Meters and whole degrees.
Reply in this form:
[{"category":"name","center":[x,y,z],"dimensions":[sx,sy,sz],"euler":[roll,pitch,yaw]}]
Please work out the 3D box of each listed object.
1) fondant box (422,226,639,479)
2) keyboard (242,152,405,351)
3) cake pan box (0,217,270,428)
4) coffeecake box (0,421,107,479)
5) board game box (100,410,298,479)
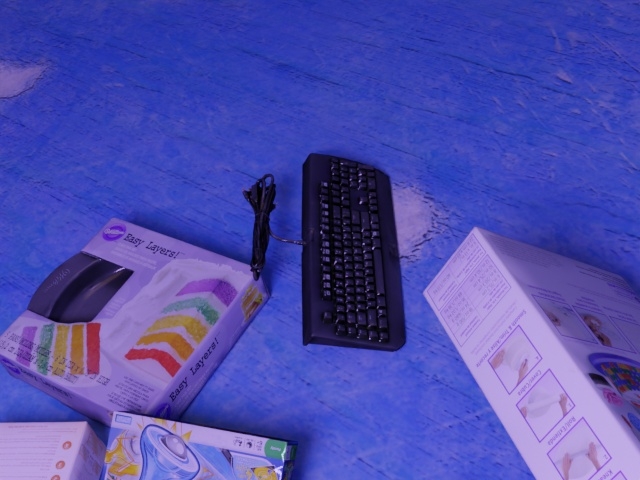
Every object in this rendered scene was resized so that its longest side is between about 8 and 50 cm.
[{"category":"fondant box","center":[0.265,0.147,0.797],"dimensions":[0.096,0.238,0.330],"euler":[-55,39,24]},{"category":"keyboard","center":[0.000,0.000,1.108],"dimensions":[0.202,0.033,0.317],"euler":[6,45,-8]},{"category":"cake pan box","center":[-0.237,0.101,1.103],"dimensions":[0.267,0.070,0.245],"euler":[19,53,30]},{"category":"coffeecake box","center":[-0.327,0.291,0.948],"dimensions":[0.143,0.068,0.185],"euler":[-3,47,13]},{"category":"board game box","center":[-0.130,0.256,0.905],"dimensions":[0.201,0.035,0.136],"euler":[5,80,20]}]
